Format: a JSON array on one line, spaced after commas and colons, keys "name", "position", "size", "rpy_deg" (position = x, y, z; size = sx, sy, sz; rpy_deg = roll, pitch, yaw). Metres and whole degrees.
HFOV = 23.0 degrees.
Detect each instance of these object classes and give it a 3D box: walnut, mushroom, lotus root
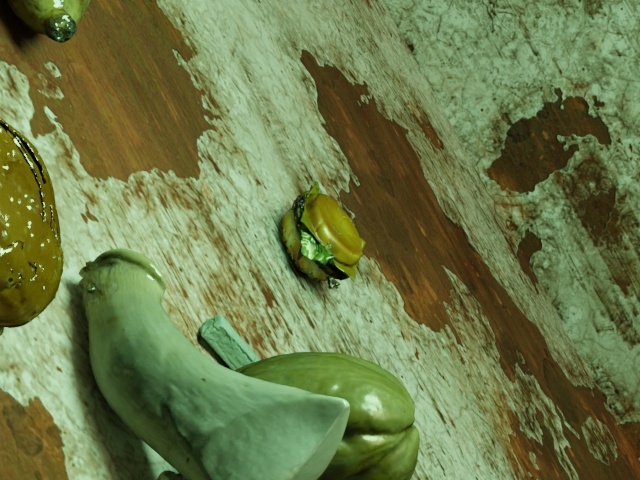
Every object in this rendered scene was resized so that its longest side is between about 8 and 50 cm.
[{"name": "walnut", "position": [-0.012, 0.248, 1.921], "size": [0.283, 0.283, 0.227], "rpy_deg": [-3, 81, -67]}, {"name": "mushroom", "position": [-0.158, 0.159, 1.807], "size": [0.397, 0.177, 0.126], "rpy_deg": [34, -12, 28]}, {"name": "lotus root", "position": [-0.371, -0.350, 2.134], "size": [0.138, 0.138, 0.214], "rpy_deg": [40, 29, -42]}]

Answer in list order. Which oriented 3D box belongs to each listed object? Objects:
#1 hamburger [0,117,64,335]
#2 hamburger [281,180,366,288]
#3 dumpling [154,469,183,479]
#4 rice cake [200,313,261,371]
[{"name": "hamburger", "position": [-0.370, 0.001, 1.540], "size": [0.245, 0.211, 0.260], "rpy_deg": [67, 16, 6]}, {"name": "hamburger", "position": [-0.002, -0.001, 2.545], "size": [0.164, 0.093, 0.189], "rpy_deg": [55, 19, -5]}, {"name": "dumpling", "position": [-0.148, 0.350, 1.734], "size": [0.169, 0.100, 0.134], "rpy_deg": [37, -34, 45]}, {"name": "rice cake", "position": [-0.078, 0.198, 2.162], "size": [0.245, 0.042, 0.045], "rpy_deg": [49, 7, -21]}]
